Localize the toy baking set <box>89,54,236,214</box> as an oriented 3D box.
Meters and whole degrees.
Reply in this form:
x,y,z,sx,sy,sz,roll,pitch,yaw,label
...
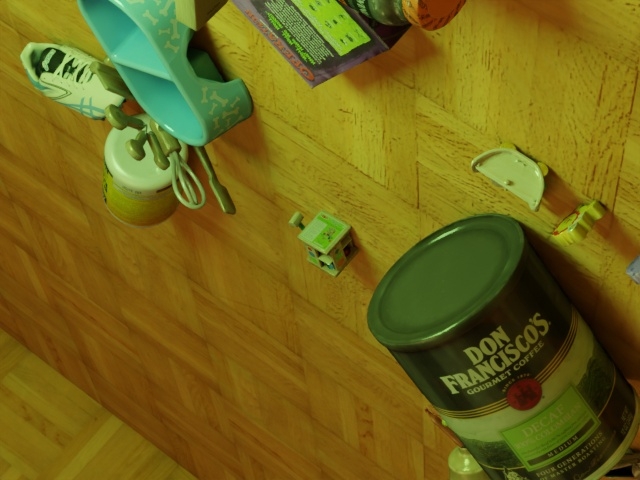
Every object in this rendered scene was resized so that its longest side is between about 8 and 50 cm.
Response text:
x,y,z,sx,sy,sz,roll,pitch,yaw,label
-0.211,-0.134,2.175,0.256,0.030,0.196,38,-153,-35,toy baking set

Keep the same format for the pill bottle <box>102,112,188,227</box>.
x,y,z,sx,sy,sz,roll,pitch,yaw,label
-0.254,-0.091,2.384,0.117,0.117,0.215,39,159,7,pill bottle

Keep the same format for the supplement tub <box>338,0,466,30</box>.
x,y,z,sx,sy,sz,roll,pitch,yaw,label
0.041,-0.267,1.492,0.190,0.117,0.117,31,157,28,supplement tub

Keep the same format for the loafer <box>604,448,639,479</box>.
x,y,z,sx,sy,sz,roll,pitch,yaw,label
0.399,0.286,2.078,0.045,0.039,0.125,48,159,-15,loafer

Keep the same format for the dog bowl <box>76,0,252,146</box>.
x,y,z,sx,sy,sz,roll,pitch,yaw,label
-0.197,-0.233,2.057,0.166,0.074,0.297,22,152,43,dog bowl

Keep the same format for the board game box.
x,y,z,sx,sy,sz,roll,pitch,yaw,label
-0.074,-0.314,1.713,0.347,0.056,0.208,46,155,-12,board game box

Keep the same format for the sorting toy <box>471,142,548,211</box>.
x,y,z,sx,sy,sz,roll,pitch,yaw,label
0.203,-0.060,1.734,0.083,0.045,0.075,35,166,17,sorting toy

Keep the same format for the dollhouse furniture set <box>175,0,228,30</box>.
x,y,z,sx,sy,sz,roll,pitch,yaw,label
-0.119,-0.297,1.554,0.123,0.151,0.144,32,151,18,dollhouse furniture set

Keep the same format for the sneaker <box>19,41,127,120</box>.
x,y,z,sx,sy,sz,roll,pitch,yaw,label
-0.340,-0.226,2.306,0.237,0.085,0.086,19,169,48,sneaker

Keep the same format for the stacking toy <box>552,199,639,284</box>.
x,y,z,sx,sy,sz,roll,pitch,yaw,label
0.342,0.024,1.630,0.167,0.052,0.221,45,159,-10,stacking toy

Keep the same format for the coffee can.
x,y,z,sx,sy,sz,roll,pitch,yaw,label
0.211,0.135,1.881,0.275,0.201,0.201,51,158,-26,coffee can

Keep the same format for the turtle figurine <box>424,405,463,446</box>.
x,y,z,sx,sy,sz,roll,pitch,yaw,label
0.180,0.166,2.140,0.217,0.087,0.269,-146,35,-70,turtle figurine

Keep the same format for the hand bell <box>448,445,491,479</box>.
x,y,z,sx,sy,sz,roll,pitch,yaw,label
0.204,0.278,2.370,0.126,0.126,0.242,20,138,45,hand bell

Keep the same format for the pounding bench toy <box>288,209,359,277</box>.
x,y,z,sx,sy,sz,roll,pitch,yaw,label
0.000,0.000,2.203,0.083,0.052,0.065,30,157,30,pounding bench toy
